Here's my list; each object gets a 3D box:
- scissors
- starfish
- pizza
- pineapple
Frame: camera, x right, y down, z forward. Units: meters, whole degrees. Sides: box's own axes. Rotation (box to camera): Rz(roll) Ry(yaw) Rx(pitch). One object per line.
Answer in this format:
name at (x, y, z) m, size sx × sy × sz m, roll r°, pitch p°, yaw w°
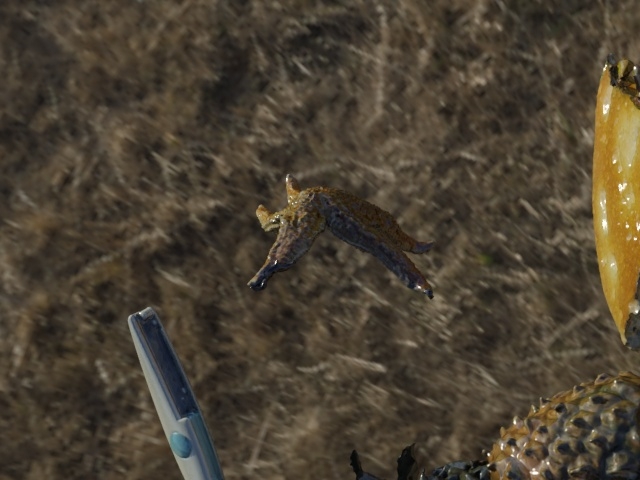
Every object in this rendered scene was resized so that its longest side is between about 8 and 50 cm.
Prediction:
scissors at (-0.052, 0.084, 0.605) m, size 0.058 × 0.014 × 0.119 m, roll -15°, pitch 99°, yaw 42°
starfish at (0.002, -0.005, 0.794) m, size 0.133 × 0.130 × 0.041 m, roll 16°, pitch 109°, yaw 25°
pizza at (0.312, -0.055, 1.369) m, size 0.081 × 0.228 × 0.289 m, roll 2°, pitch 66°, yaw -7°
pineapple at (0.099, 0.166, 0.932) m, size 0.251 × 0.125 × 0.125 m, roll -24°, pitch 67°, yaw 10°
